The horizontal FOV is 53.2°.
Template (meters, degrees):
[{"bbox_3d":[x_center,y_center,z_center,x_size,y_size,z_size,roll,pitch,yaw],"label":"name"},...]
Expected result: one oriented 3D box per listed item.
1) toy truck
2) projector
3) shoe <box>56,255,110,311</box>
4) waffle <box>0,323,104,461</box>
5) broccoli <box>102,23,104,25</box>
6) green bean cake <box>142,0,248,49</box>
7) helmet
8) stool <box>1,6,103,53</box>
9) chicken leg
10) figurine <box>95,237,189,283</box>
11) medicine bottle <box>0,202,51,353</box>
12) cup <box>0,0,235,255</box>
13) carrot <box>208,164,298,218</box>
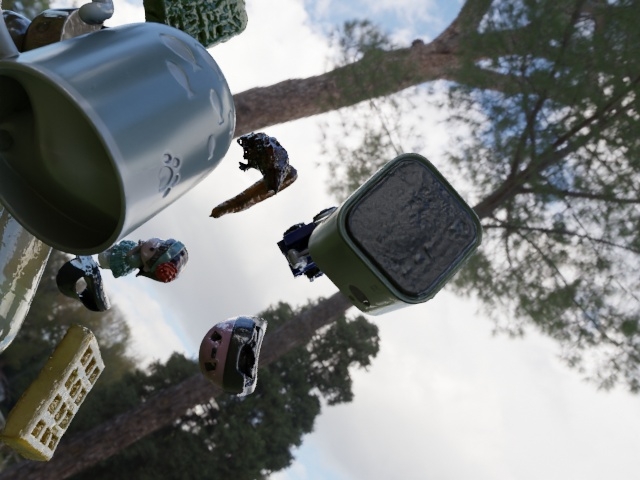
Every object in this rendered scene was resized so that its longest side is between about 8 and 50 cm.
[{"bbox_3d":[0.000,0.000,1.661,0.161,0.213,0.177,61,-5,10],"label":"toy truck"},{"bbox_3d":[0.147,-0.004,1.326,0.248,0.248,0.249,47,-19,-1],"label":"projector"},{"bbox_3d":[-0.539,0.088,1.426,0.241,0.093,0.108,42,-37,51],"label":"shoe"},{"bbox_3d":[-0.526,0.310,1.283,0.055,0.248,0.221,24,-30,2],"label":"waffle"},{"bbox_3d":[-0.550,-0.372,1.556,0.272,0.334,0.324,23,6,-11],"label":"broccoli"},{"bbox_3d":[-0.284,-0.546,1.400,0.125,0.222,0.248,34,-35,43],"label":"green bean cake"},{"bbox_3d":[-0.220,0.278,1.579,0.253,0.154,0.198,139,-39,-81],"label":"helmet"},{"bbox_3d":[-0.523,-0.307,1.108,0.264,0.179,0.179,2,-54,10],"label":"stool"},{"bbox_3d":[-0.122,-0.177,1.388,0.234,0.063,0.105,40,-65,52],"label":"chicken leg"},{"bbox_3d":[-0.454,0.053,1.633,0.245,0.138,0.110,1,-44,20],"label":"figurine"},{"bbox_3d":[-0.719,0.102,1.315,0.236,0.236,0.406,133,-29,-62],"label":"medicine bottle"},{"bbox_3d":[-0.292,-0.198,0.856,0.259,0.274,0.356,-6,-66,34],"label":"cup"},{"bbox_3d":[-0.162,-0.114,1.559,0.059,0.248,0.059,56,-12,18],"label":"carrot"}]
